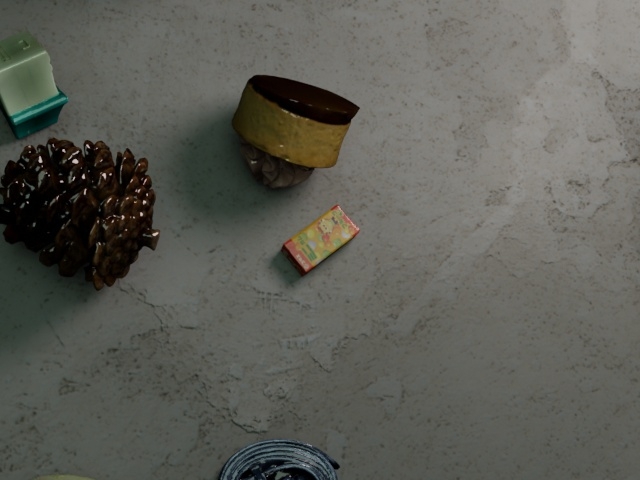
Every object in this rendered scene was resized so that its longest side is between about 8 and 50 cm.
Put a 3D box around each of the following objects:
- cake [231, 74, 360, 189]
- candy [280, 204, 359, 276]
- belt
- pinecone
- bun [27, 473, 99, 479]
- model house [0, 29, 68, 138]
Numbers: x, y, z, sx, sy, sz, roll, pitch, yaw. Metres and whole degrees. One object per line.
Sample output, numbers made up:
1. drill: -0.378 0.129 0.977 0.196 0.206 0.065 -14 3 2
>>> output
1. cake: -0.054 -0.164 1.806 0.185 0.208 0.178 0 111 -45
2. candy: 0.000 0.000 1.837 0.122 0.038 0.062 -37 83 -16
3. belt: -0.063 0.379 1.699 0.190 0.082 0.141 1 80 -7
4. pinecone: -0.372 -0.053 1.702 0.272 0.224 0.224 26 72 11
5. bun: -0.376 0.480 1.568 0.293 0.187 0.293 2 76 -7
6. model house: -0.479 -0.246 1.785 0.100 0.149 0.127 -26 37 -16
